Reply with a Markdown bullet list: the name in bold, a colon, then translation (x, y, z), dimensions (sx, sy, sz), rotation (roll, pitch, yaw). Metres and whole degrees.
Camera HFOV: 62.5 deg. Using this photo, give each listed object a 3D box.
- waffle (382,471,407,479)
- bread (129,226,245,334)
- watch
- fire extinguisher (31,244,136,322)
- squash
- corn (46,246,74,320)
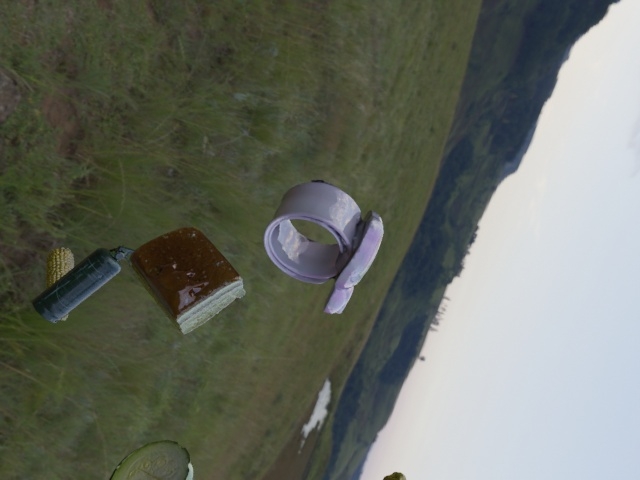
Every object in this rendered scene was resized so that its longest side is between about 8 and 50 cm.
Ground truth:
- **waffle**: translation (0.160, 0.647, 1.114), dimensions (0.309, 0.065, 0.283), rotation (79, 11, -86)
- **bread**: translation (-0.314, 0.079, 1.231), dimensions (0.184, 0.234, 0.110), rotation (-32, 144, -28)
- **watch**: translation (0.000, 0.000, 1.093), dimensions (0.248, 0.217, 0.211), rotation (117, -2, -48)
- **fire extinguisher**: translation (-0.680, 0.113, 1.549), dimensions (0.311, 0.095, 0.114), rotation (-41, 126, -5)
- **squash**: translation (-0.440, 0.618, 1.373), dimensions (0.219, 0.219, 0.041), rotation (-53, 140, -52)
- **corn**: translation (-0.918, 0.152, 1.855), dimensions (0.091, 0.091, 0.260), rotation (144, -56, -65)
